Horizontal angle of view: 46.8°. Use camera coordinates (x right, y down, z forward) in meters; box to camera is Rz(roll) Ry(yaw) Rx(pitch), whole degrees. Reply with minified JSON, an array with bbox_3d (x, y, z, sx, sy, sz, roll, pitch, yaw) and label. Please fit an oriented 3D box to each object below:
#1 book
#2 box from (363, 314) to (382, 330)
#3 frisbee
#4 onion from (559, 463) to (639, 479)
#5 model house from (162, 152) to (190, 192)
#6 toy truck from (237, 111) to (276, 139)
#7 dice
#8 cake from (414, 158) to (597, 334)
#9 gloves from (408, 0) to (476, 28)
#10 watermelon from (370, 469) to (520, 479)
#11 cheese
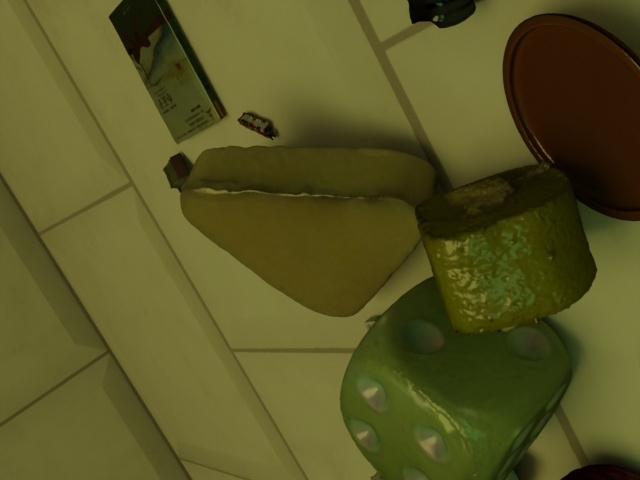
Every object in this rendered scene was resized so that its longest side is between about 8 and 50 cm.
[{"bbox_3d":[-0.298,-0.339,1.420,0.201,0.026,0.290,-13,108,54],"label":"book"},{"bbox_3d":[0.120,0.162,1.342,0.083,0.024,0.054,-18,103,58],"label":"box"},{"bbox_3d":[0.285,-0.129,0.792,0.251,0.021,0.251,52,168,16],"label":"frisbee"},{"bbox_3d":[0.396,0.460,1.062,0.272,0.256,0.230,-8,130,33],"label":"onion"},{"bbox_3d":[-0.292,-0.137,1.582,0.058,0.057,0.083,-44,61,32],"label":"model house"},{"bbox_3d":[-0.112,-0.202,1.306,0.083,0.024,0.032,28,162,38],"label":"toy truck"},{"bbox_3d":[0.194,0.218,1.081,0.249,0.254,0.252,37,142,25],"label":"dice"},{"bbox_3d":[0.216,0.001,0.887,0.260,0.179,0.156,-78,-30,-73],"label":"cake"},{"bbox_3d":[0.124,-0.351,0.772,0.119,0.142,0.286,13,135,10],"label":"gloves"},{"bbox_3d":[0.225,0.460,1.317,0.213,0.201,0.262,40,150,38],"label":"watermelon"},{"bbox_3d":[-0.001,0.000,1.177,0.383,0.104,0.384,10,146,7],"label":"cheese"}]
